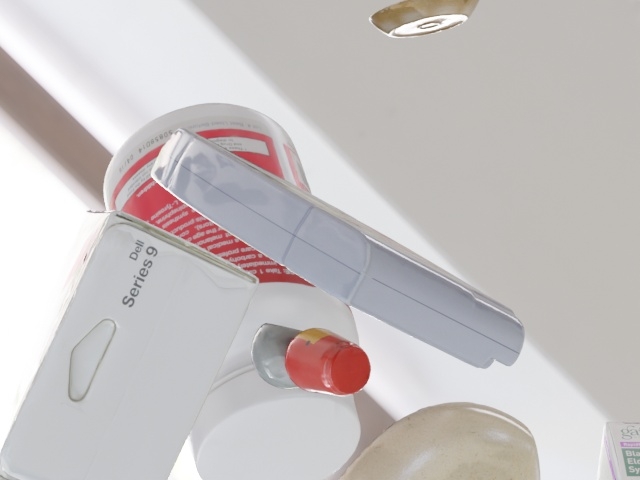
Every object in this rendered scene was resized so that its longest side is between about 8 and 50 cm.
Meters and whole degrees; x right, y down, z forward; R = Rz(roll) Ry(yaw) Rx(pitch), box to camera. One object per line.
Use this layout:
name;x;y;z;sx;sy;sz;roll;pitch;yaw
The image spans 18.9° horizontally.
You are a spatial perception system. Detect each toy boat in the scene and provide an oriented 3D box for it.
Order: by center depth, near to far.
toy boat;0.054;0.203;1.726;0.267;0.318;0.148;-39;-159;-20

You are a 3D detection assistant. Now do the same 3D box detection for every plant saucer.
plant saucer;0.078;-0.163;1.404;0.083;0.015;0.083;-12;174;-1

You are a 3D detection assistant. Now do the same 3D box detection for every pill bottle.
pill bottle;-0.090;0.064;2.072;0.229;0.229;0.407;-43;-136;26

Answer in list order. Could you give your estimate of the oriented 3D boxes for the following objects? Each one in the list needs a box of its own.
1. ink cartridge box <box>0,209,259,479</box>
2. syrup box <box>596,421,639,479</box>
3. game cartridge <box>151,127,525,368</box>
ink cartridge box;-0.117;0.067;1.089;0.212;0.093;0.154;180;-66;-81
syrup box;0.279;0.268;1.625;0.096;0.093;0.237;-92;-177;-54
game cartridge;0.000;0.000;1.433;0.294;0.196;0.060;31;-83;52
